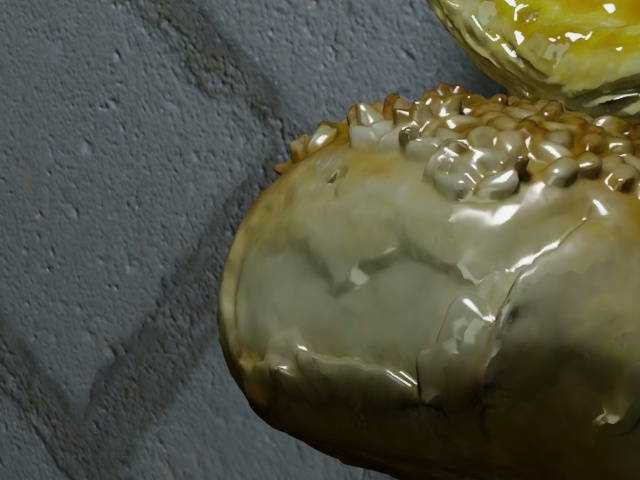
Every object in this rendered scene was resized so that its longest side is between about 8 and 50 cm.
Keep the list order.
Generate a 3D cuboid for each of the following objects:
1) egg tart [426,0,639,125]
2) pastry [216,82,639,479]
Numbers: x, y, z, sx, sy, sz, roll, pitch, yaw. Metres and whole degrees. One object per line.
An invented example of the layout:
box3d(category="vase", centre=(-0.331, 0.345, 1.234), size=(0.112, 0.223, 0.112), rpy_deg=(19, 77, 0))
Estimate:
box3d(category="egg tart", centre=(0.235, -0.250, 1.020), size=(0.388, 0.169, 0.388), rpy_deg=(-1, 88, 35))
box3d(category="pastry", centre=(0.133, 0.047, 0.982), size=(0.409, 0.409, 0.245), rpy_deg=(8, 76, 35))
